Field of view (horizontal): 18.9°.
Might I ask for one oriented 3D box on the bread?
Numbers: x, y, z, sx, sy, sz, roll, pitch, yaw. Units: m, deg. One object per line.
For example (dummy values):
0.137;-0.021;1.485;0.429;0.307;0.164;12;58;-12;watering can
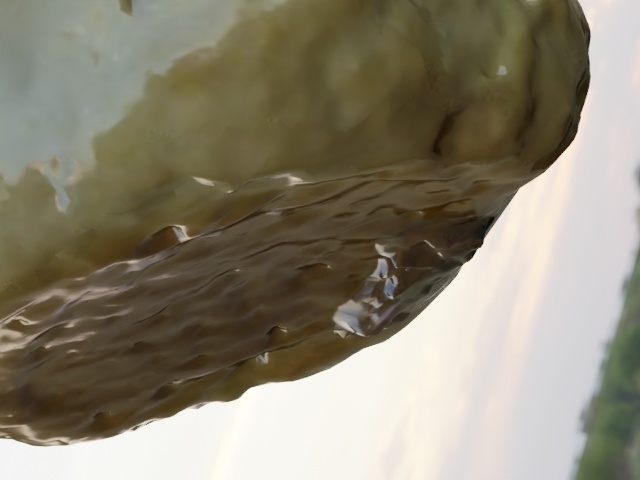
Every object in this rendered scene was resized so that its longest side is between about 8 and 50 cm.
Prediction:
-0.041;-0.035;0.548;0.244;0.244;0.134;76;173;-70;bread
